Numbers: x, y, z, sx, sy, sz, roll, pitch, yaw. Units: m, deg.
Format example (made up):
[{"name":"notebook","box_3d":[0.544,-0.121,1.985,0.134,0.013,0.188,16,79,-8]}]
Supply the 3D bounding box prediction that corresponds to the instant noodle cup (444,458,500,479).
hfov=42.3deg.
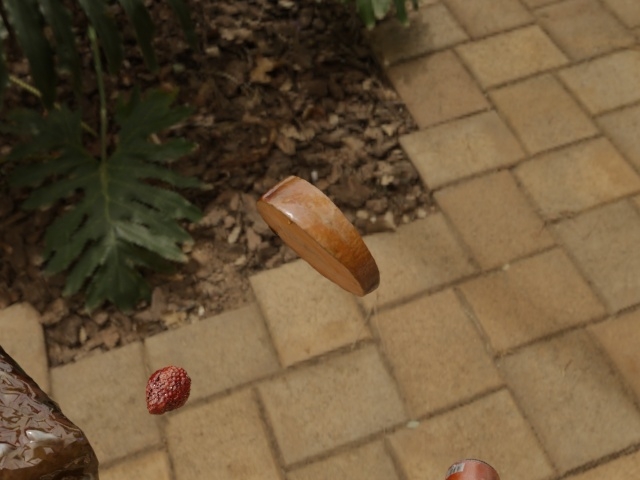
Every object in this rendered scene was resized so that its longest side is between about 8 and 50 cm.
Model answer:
[{"name":"instant noodle cup","box_3d":[0.229,0.415,1.273,0.127,0.127,0.136,6,31,12]}]

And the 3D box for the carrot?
[{"name":"carrot","box_3d":[0.000,0.000,1.721,0.100,0.258,0.307,-41,74,-11]}]

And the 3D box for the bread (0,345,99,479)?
[{"name":"bread","box_3d":[-0.296,0.083,0.496,0.165,0.113,0.416,-18,33,-38]}]

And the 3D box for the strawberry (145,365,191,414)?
[{"name":"strawberry","box_3d":[-0.278,0.274,1.493,0.083,0.083,0.096,4,32,10]}]
